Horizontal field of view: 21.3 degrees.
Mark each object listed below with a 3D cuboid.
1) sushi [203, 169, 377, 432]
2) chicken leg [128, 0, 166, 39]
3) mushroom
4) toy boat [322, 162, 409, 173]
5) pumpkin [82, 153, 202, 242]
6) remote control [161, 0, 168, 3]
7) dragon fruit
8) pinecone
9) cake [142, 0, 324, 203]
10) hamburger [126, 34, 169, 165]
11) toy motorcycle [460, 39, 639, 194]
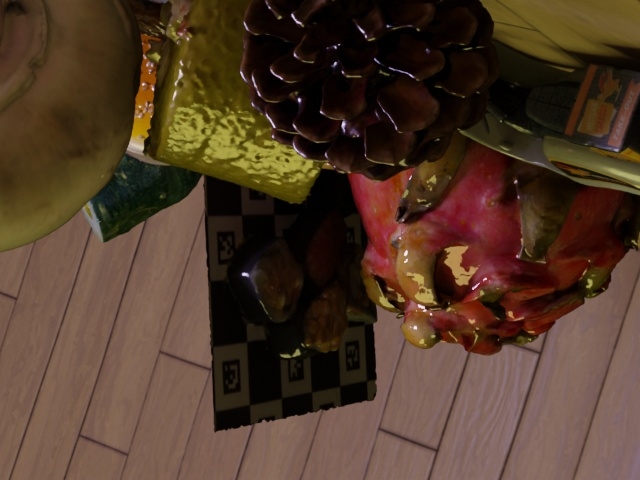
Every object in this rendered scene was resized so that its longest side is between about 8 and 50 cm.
[{"bbox_3d":[0.000,0.000,1.730,0.064,0.359,0.343,-3,180,29],"label":"sushi"},{"bbox_3d":[-0.281,-0.254,1.709,0.322,0.083,0.177,19,-171,19],"label":"chicken leg"},{"bbox_3d":[-0.312,-0.144,1.255,0.315,0.315,0.356,17,176,44],"label":"mushroom"},{"bbox_3d":[0.014,-0.126,1.523,0.318,0.141,0.099,28,157,46],"label":"toy boat"},{"bbox_3d":[-0.248,-0.161,2.110,0.293,0.197,0.263,52,167,46],"label":"pumpkin"},{"bbox_3d":[-0.102,-0.217,1.623,0.261,0.029,0.067,18,178,-44],"label":"remote control"},{"bbox_3d":[0.148,-0.017,1.659,0.296,0.263,0.314,18,179,-25],"label":"dragon fruit"},{"bbox_3d":[0.026,-0.126,1.044,0.163,0.163,0.165,17,163,17],"label":"pinecone"},{"bbox_3d":[-0.055,-0.129,1.278,0.156,0.179,0.260,18,178,-8],"label":"cake"},{"bbox_3d":[-0.187,-0.173,1.799,0.210,0.173,0.116,28,150,12],"label":"hamburger"},{"bbox_3d":[0.185,-0.102,1.336,0.157,0.091,0.263,22,178,-42],"label":"toy motorcycle"}]
